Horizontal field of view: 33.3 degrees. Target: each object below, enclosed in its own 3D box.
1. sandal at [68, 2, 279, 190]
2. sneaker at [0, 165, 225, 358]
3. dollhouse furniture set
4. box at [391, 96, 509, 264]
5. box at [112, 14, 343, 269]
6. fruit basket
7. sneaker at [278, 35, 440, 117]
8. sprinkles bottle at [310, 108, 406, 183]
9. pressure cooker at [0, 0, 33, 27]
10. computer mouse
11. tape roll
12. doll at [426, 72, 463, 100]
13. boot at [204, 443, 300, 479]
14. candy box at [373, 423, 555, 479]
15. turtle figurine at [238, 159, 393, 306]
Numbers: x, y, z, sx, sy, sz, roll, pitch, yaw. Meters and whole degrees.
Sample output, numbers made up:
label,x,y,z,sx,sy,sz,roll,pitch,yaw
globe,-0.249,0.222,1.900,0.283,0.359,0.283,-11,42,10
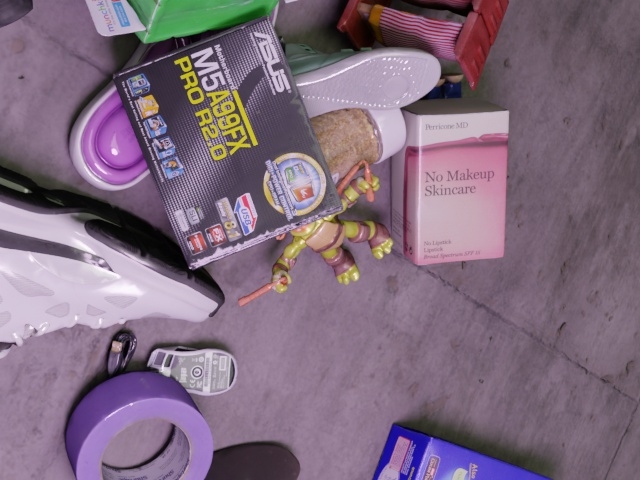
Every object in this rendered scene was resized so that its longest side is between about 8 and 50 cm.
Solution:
label,x,y,z,sx,sy,sz,roll,pitch,yaw
sandal,-0.173,-0.235,1.457,0.169,0.102,0.416,39,76,-28
sneaker,-0.356,0.073,1.389,0.447,0.169,0.257,25,101,-34
dollhouse furniture set,0.107,-0.368,1.453,0.152,0.201,0.374,-68,154,-9
box,0.195,-0.093,1.638,0.148,0.127,0.232,-5,108,-13
box,-0.118,-0.125,1.384,0.216,0.060,0.270,-21,95,-4
fruit basket,-0.197,-0.430,1.383,0.327,0.165,0.353,-18,68,-28
sneaker,0.034,-0.250,1.521,0.256,0.151,0.094,-10,128,-2
sprinkles bottle,-0.045,-0.106,1.536,0.355,0.121,0.121,-31,110,-23
pressure cooker,-0.425,-0.438,1.118,0.375,0.420,0.370,15,56,-40
computer mouse,-0.213,0.187,1.523,0.193,0.042,0.106,6,88,-25
tape roll,-0.247,0.280,1.463,0.189,0.080,0.189,-9,114,-22
doll,0.194,-0.168,1.710,0.129,0.046,0.189,-15,109,-29
boot,-0.162,0.400,1.563,0.305,0.112,0.115,-26,142,-32
candy box,0.223,0.476,1.762,0.317,0.122,0.268,25,82,-29
turtle figurine,0.000,0.000,1.553,0.269,0.087,0.217,-51,147,7
